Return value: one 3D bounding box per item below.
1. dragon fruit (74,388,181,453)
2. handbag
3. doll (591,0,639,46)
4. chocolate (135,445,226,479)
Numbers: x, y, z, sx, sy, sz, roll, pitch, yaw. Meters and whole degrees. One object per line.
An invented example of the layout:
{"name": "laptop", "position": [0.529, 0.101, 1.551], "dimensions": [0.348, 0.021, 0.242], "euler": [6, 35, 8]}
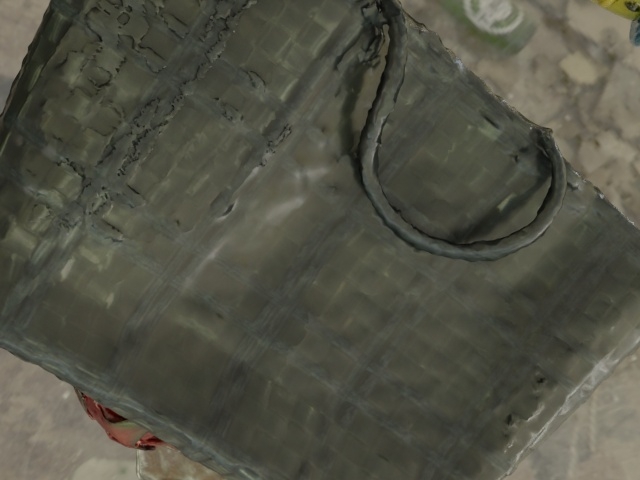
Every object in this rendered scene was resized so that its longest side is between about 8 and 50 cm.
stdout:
{"name": "dragon fruit", "position": [-0.129, 0.112, 0.936], "dimensions": [0.130, 0.142, 0.121], "euler": [49, 42, -38]}
{"name": "handbag", "position": [0.000, 0.000, 0.416], "dimensions": [0.270, 0.089, 0.175], "euler": [37, 97, -22]}
{"name": "doll", "position": [0.163, -0.264, 0.765], "dimensions": [0.363, 0.199, 0.145], "euler": [50, 57, -32]}
{"name": "chocolate", "position": [-0.169, 0.217, 1.522], "dimensions": [0.157, 0.254, 0.080], "euler": [4, 32, 8]}
